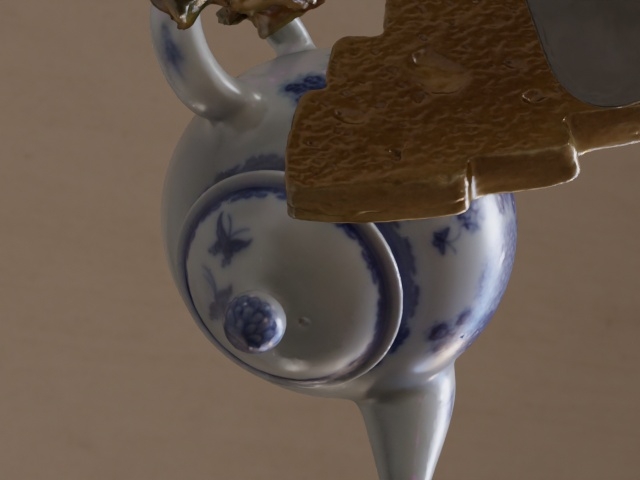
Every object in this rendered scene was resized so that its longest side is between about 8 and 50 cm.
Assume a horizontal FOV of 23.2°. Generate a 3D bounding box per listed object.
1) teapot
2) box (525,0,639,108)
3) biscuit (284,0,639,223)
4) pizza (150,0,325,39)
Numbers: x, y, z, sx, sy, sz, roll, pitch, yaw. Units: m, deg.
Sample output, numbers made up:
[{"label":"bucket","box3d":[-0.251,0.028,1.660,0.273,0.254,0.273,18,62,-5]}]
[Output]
[{"label":"teapot","box3d":[0.000,0.000,1.073,0.424,0.252,0.280,65,30,-15]},{"label":"box","box3d":[0.092,-0.085,0.319,0.126,0.031,0.091,-20,-88,46]},{"label":"biscuit","box3d":[0.073,-0.071,0.839,0.212,0.239,0.041,32,-34,38]},{"label":"pizza","box3d":[-0.032,-0.160,0.647,0.226,0.147,0.069,47,19,-59]}]
